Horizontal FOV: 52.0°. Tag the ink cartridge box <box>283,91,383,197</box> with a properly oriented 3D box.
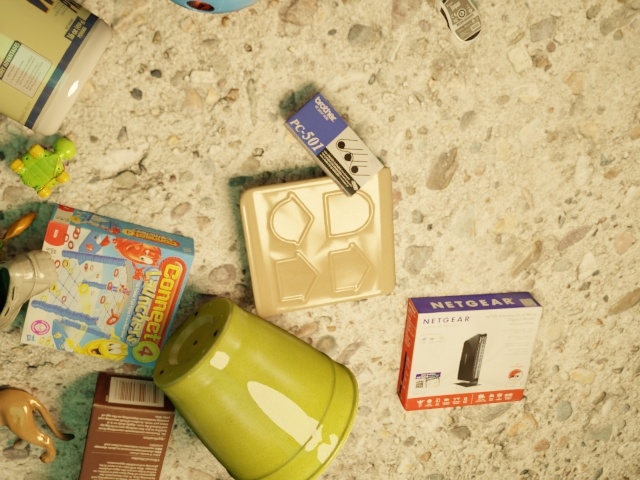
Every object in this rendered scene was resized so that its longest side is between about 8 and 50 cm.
[{"bbox_3d":[0.027,-0.199,1.377,0.097,0.046,0.207,-44,99,-6],"label":"ink cartridge box"}]

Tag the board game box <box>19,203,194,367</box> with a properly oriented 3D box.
[{"bbox_3d":[-0.465,0.109,1.442,0.302,0.086,0.308,15,111,-18],"label":"board game box"}]

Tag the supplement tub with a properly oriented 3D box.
[{"bbox_3d":[-0.551,-0.354,1.114,0.325,0.235,0.235,31,106,-24],"label":"supplement tub"}]

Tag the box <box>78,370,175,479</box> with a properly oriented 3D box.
[{"bbox_3d":[-0.482,0.519,1.610,0.191,0.143,0.381,11,111,-17],"label":"box"}]

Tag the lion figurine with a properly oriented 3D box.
[{"bbox_3d":[-0.785,0.411,1.511,0.392,0.142,0.240,-9,110,-24],"label":"lion figurine"}]

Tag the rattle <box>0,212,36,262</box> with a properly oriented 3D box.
[{"bbox_3d":[-0.711,-0.044,1.327,0.199,0.130,0.143,33,95,3],"label":"rattle"}]

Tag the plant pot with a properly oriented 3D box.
[{"bbox_3d":[-0.166,0.322,1.461,0.366,0.366,0.353,-41,114,9],"label":"plant pot"}]

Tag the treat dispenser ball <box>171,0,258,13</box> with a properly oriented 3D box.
[{"bbox_3d":[-0.180,-0.525,1.081,0.288,0.288,0.288,-5,116,-10],"label":"treat dispenser ball"}]

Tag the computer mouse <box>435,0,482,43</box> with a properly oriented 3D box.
[{"bbox_3d":[0.263,-0.489,1.336,0.106,0.042,0.193,-33,112,0],"label":"computer mouse"}]

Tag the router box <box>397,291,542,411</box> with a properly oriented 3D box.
[{"bbox_3d":[0.381,0.289,1.713,0.335,0.082,0.301,-3,116,-11],"label":"router box"}]

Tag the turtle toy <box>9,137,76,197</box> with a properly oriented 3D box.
[{"bbox_3d":[-0.544,-0.153,1.309,0.130,0.066,0.095,-35,117,6],"label":"turtle toy"}]

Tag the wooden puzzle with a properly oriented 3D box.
[{"bbox_3d":[0.000,0.000,1.499,0.347,0.080,0.322,-12,118,-12],"label":"wooden puzzle"}]

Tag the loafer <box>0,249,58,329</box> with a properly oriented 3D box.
[{"bbox_3d":[-0.661,0.111,1.337,0.319,0.111,0.112,-34,77,32],"label":"loafer"}]
